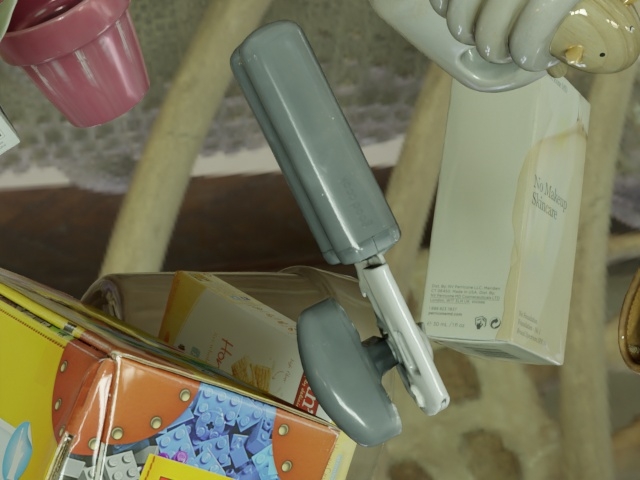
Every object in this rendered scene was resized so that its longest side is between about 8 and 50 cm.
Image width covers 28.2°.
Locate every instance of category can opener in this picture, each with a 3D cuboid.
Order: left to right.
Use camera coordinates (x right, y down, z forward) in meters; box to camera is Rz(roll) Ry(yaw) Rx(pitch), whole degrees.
[{"bbox_3d":[0.000,0.000,0.844,0.095,0.283,0.076,-27,-176,-13],"label":"can opener"}]

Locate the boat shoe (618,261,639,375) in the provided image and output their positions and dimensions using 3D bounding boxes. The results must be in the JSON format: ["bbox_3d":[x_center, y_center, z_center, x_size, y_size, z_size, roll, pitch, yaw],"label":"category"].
[{"bbox_3d":[0.229,0.007,0.653,0.120,0.122,0.324,-7,151,-3],"label":"boat shoe"}]

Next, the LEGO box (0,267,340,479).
[{"bbox_3d":[-0.253,0.230,1.017,0.193,0.372,0.500,24,175,-33],"label":"LEGO box"}]

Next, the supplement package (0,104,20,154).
[{"bbox_3d":[-0.393,-0.126,1.026,0.204,0.262,0.145,-36,128,-5],"label":"supplement package"}]

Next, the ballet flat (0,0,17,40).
[{"bbox_3d":[-0.395,-0.322,1.441,0.139,0.139,0.400,10,120,-33],"label":"ballet flat"}]

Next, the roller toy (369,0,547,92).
[{"bbox_3d":[0.144,-0.223,1.016,0.146,0.209,0.191,34,92,-28],"label":"roller toy"}]

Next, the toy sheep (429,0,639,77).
[{"bbox_3d":[0.083,-0.117,0.537,0.091,0.132,0.091,-42,161,-18],"label":"toy sheep"}]

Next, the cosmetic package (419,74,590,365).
[{"bbox_3d":[0.208,-0.028,1.409,0.113,0.309,0.160,2,168,32],"label":"cosmetic package"}]

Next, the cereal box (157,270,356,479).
[{"bbox_3d":[-0.065,0.145,1.110,0.047,0.240,0.173,7,103,-44],"label":"cereal box"}]

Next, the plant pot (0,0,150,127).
[{"bbox_3d":[-0.330,-0.264,1.753,0.201,0.201,0.180,-18,123,13],"label":"plant pot"}]

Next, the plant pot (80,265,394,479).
[{"bbox_3d":[-0.123,0.160,1.377,0.280,0.323,0.323,17,141,-29],"label":"plant pot"}]
